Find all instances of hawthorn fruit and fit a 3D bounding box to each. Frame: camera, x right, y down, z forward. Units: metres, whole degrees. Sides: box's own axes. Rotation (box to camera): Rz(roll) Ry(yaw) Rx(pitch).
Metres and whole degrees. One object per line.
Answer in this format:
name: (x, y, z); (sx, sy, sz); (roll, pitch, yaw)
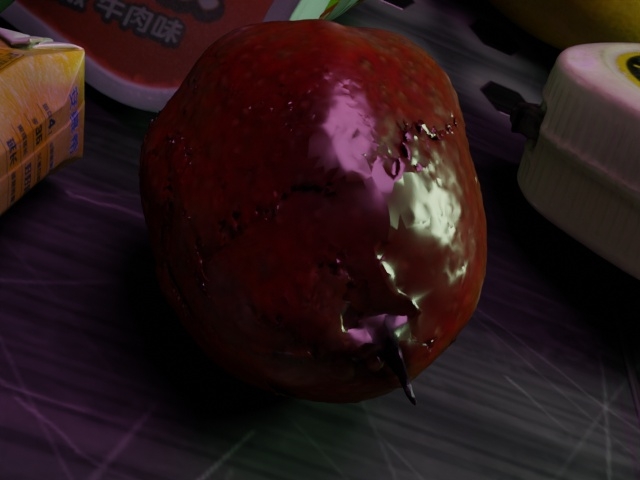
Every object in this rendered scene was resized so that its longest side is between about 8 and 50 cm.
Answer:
hawthorn fruit: (0.000, 0.000, 0.684); (0.181, 0.181, 0.235); (16, 32, -22)

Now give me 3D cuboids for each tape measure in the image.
tape measure: (0.266, -0.046, 0.972); (0.271, 0.133, 0.231); (-8, 34, -40)

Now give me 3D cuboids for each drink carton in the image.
drink carton: (-0.165, -0.057, 0.718); (0.074, 0.084, 0.200); (13, 31, 15)

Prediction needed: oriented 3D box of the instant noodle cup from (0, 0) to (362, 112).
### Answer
instant noodle cup: (-0.048, -0.252, 0.923); (0.294, 0.294, 0.308); (37, 27, 9)

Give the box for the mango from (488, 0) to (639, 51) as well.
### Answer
mango: (0.224, -0.260, 1.200); (0.211, 0.173, 0.317); (-33, 75, -32)

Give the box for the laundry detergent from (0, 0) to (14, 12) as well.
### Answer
laundry detergent: (-0.216, -0.152, 0.751); (0.211, 0.063, 0.137); (-16, 56, -21)
